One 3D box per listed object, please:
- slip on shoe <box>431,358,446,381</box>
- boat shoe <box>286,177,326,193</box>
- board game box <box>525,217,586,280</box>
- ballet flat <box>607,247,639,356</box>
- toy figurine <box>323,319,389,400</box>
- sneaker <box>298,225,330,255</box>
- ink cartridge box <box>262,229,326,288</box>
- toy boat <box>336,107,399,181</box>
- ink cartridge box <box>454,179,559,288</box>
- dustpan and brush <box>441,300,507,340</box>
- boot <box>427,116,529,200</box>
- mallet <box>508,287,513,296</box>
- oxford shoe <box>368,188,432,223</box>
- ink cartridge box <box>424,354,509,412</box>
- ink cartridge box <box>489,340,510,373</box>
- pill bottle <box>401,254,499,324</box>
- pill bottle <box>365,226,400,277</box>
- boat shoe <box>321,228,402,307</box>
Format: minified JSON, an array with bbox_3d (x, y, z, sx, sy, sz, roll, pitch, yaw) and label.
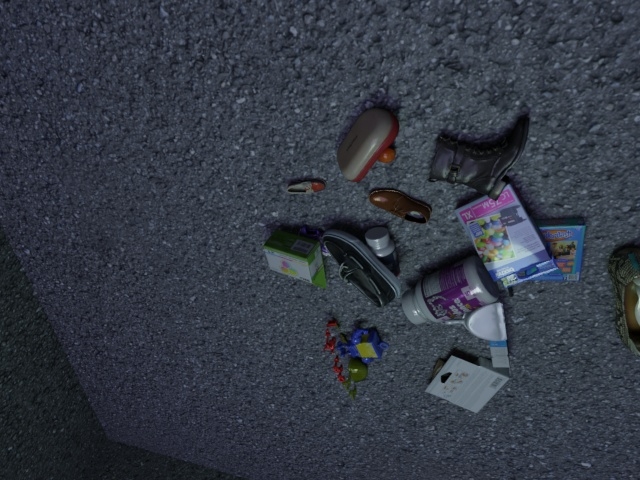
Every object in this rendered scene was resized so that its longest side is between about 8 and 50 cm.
[{"bbox_3d":[0.484,0.539,1.889,0.041,0.051,0.135,49,148,33],"label":"slip on shoe"},{"bbox_3d":[-0.048,-0.181,1.550,0.136,0.043,0.049,1,123,17],"label":"boat shoe"},{"bbox_3d":[0.729,0.032,1.430,0.160,0.047,0.210,-1,124,20],"label":"board game box"},{"bbox_3d":[1.001,0.248,1.407,0.163,0.182,0.483,-17,118,28],"label":"ballet flat"},{"bbox_3d":[0.181,0.472,1.858,0.217,0.191,0.363,-14,120,22],"label":"toy figurine"},{"bbox_3d":[0.000,0.000,1.650,0.169,0.068,0.071,24,123,2],"label":"sneaker"},{"bbox_3d":[-0.086,0.100,1.685,0.188,0.097,0.255,16,139,25],"label":"ink cartridge box"},{"bbox_3d":[0.161,-0.276,1.368,0.151,0.151,0.231,12,135,-29],"label":"toy boat"},{"bbox_3d":[0.568,-0.005,1.398,0.185,0.065,0.311,-28,96,33],"label":"ink cartridge box"},{"bbox_3d":[0.532,0.285,1.606,0.211,0.060,0.148,-9,101,14],"label":"dustpan and brush"},{"bbox_3d":[0.441,-0.252,1.298,0.228,0.091,0.263,27,113,16],"label":"boot"},{"bbox_3d":[0.627,0.114,1.540,0.039,0.062,0.190,-9,136,26],"label":"mallet"},{"bbox_3d":[0.254,-0.109,1.478,0.212,0.076,0.076,17,130,9],"label":"oxford shoe"},{"bbox_3d":[0.589,0.569,1.860,0.238,0.060,0.275,22,129,4],"label":"ink cartridge box"},{"bbox_3d":[0.657,0.392,1.679,0.060,0.104,0.180,-6,122,22],"label":"ink cartridge box"},{"bbox_3d":[0.434,0.182,1.564,0.301,0.169,0.169,-31,110,34],"label":"pill bottle"},{"bbox_3d":[0.210,0.050,1.585,0.107,0.108,0.180,-4,123,22],"label":"pill bottle"},{"bbox_3d":[0.117,0.089,1.526,0.335,0.119,0.121,39,146,21],"label":"boat shoe"}]
